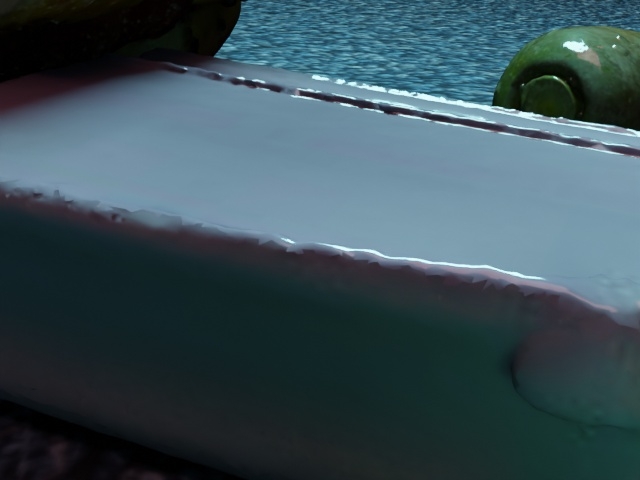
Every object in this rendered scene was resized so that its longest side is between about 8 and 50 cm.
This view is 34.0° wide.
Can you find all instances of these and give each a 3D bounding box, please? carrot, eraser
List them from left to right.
[{"bbox_3d":[0.000,0.000,0.503,0.359,0.122,0.272,13,21,22],"label":"eraser"},{"bbox_3d":[0.241,-0.107,0.832,0.139,0.138,0.302,17,24,31],"label":"carrot"}]

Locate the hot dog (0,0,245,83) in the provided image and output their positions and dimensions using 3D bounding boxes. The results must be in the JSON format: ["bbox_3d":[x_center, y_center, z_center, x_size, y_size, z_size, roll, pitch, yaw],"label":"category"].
[{"bbox_3d":[-0.161,-0.183,0.714,0.367,0.196,0.365,-36,-1,35],"label":"hot dog"}]
